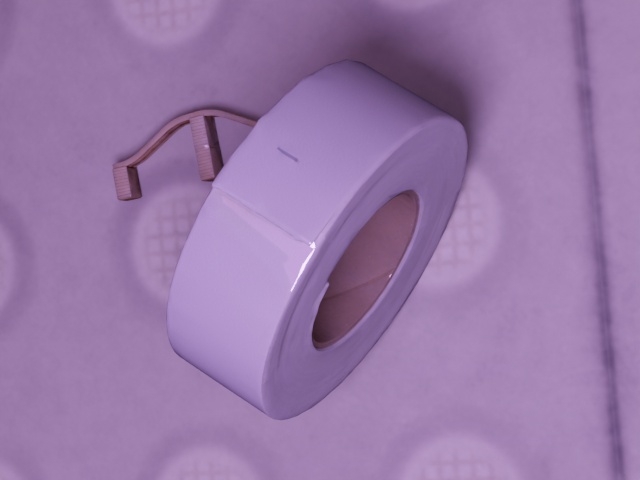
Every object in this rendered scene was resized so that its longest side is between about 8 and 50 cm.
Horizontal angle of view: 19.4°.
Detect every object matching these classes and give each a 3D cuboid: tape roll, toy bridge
[{"bbox_3d":[0.000,0.000,1.504,0.100,0.286,0.286,33,103,19],"label":"tape roll"},{"bbox_3d":[-0.102,-0.085,1.684,0.188,0.026,0.063,-13,85,22],"label":"toy bridge"}]
